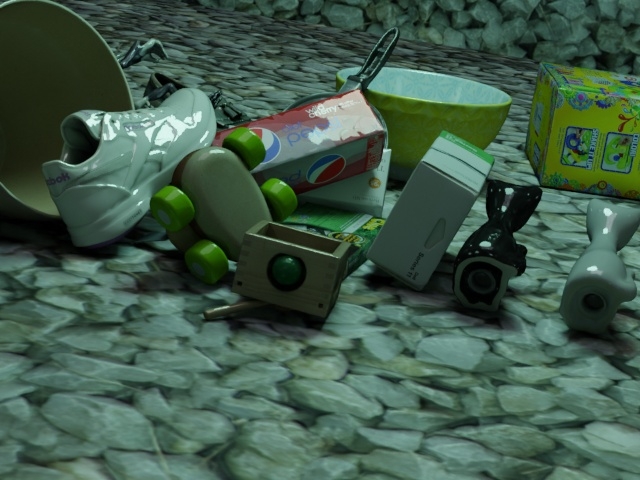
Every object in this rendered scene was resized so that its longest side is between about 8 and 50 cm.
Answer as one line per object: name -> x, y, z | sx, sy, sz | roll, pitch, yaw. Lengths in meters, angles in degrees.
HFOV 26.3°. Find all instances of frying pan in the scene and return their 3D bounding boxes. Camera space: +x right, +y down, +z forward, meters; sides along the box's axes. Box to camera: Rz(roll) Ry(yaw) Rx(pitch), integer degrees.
frying pan -> 0.052, -0.190, 2.076 | 0.326, 0.053, 0.197 | -40, 59, -10

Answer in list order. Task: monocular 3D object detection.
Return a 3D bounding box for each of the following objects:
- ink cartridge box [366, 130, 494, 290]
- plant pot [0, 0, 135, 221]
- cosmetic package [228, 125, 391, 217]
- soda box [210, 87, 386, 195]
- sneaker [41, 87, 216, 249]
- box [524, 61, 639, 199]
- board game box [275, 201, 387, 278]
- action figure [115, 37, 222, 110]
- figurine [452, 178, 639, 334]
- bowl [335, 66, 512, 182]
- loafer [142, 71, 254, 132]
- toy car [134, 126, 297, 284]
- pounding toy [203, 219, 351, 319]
ink cartridge box -> 0.145, -0.043, 1.762 | 0.087, 0.153, 0.208 | 30, 18, 3
plant pot -> -0.405, -0.151, 1.770 | 0.191, 0.284, 0.284 | -12, 2, 38
cosmetic package -> -0.023, -0.095, 1.964 | 0.239, 0.099, 0.060 | 8, -23, 3
soda box -> -0.047, -0.118, 1.883 | 0.263, 0.083, 0.092 | -18, 56, -16
sneaker -> -0.236, -0.127, 1.729 | 0.114, 0.152, 0.305 | -11, 30, 37
box -> 0.525, -0.194, 2.428 | 0.279, 0.177, 0.290 | 8, 16, 1
board game box -> 0.000, 0.000, 1.800 | 0.136, 0.030, 0.259 | 11, 17, 17
action figure -> -0.295, -0.231, 2.226 | 0.275, 0.164, 0.141 | 23, 40, 18
figurine -> 0.288, 0.004, 1.685 | 0.215, 0.092, 0.209 | 12, 39, 12
bowl -> 0.159, -0.182, 2.254 | 0.289, 0.156, 0.289 | 7, 16, -2
loafer -> -0.207, -0.224, 2.354 | 0.267, 0.084, 0.096 | 19, 20, 33
toy car -> -0.153, -0.038, 1.680 | 0.155, 0.149, 0.188 | -43, 21, -30
pounding toy -> -0.047, 0.044, 1.548 | 0.130, 0.100, 0.141 | 15, 11, 6
